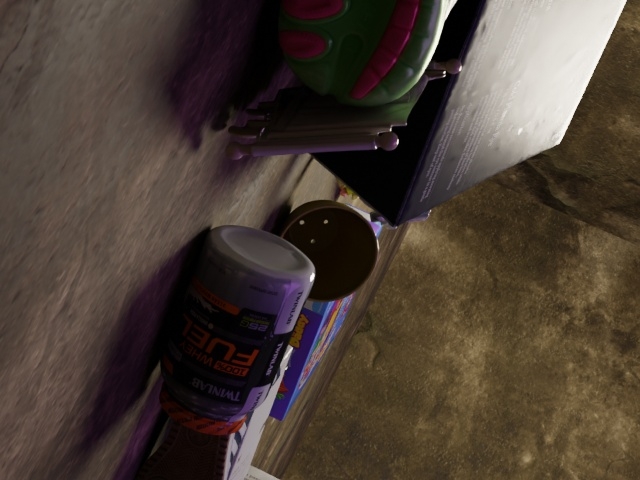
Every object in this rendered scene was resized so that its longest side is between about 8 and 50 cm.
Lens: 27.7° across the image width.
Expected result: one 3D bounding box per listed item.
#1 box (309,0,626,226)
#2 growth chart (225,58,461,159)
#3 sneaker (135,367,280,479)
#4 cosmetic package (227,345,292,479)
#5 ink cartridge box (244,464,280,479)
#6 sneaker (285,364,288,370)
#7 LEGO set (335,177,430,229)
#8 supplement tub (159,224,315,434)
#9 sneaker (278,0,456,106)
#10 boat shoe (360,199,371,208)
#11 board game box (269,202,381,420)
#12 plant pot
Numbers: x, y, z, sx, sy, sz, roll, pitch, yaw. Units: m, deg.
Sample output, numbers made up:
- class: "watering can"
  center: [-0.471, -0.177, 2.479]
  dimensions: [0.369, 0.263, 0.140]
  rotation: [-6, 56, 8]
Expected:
- class: "box"
  center: [0.170, -0.236, 1.434]
  dimensions: [0.312, 0.179, 0.343]
  rotation: [-25, 147, -39]
- class: "growth chart"
  center: [0.020, -0.125, 1.188]
  dimensions: [0.237, 0.172, 0.021]
  rotation: [-53, 140, -58]
- class: "sneaker"
  center: [-0.128, 0.219, 1.518]
  dimensions: [0.153, 0.099, 0.282]
  rotation: [-36, 147, -73]
- class: "cosmetic package"
  center: [-0.120, 0.235, 1.682]
  dimensions: [0.117, 0.085, 0.231]
  rotation: [-51, 165, -57]
- class: "ink cartridge box"
  center: [-0.192, 0.552, 1.890]
  dimensions: [0.395, 0.166, 0.285]
  rotation: [-57, 169, -47]
- class: "sneaker"
  center: [-0.087, 0.172, 1.745]
  dimensions: [0.067, 0.078, 0.188]
  rotation: [-57, 170, -53]
- class: "LEGO set"
  center: [0.064, -0.155, 1.687]
  dimensions: [0.107, 0.132, 0.287]
  rotation: [149, -60, -73]
- class: "supplement tub"
  center: [-0.088, 0.090, 1.292]
  dimensions: [0.117, 0.117, 0.190]
  rotation: [-47, 159, -70]
- class: "sneaker"
  center: [0.100, -0.350, 1.098]
  dimensions: [0.483, 0.185, 0.202]
  rotation: [-59, -174, 22]
- class: "boat shoe"
  center: [0.179, -0.193, 2.072]
  dimensions: [0.158, 0.127, 0.340]
  rotation: [-32, 161, -46]
- class: "board game box"
  center: [-0.009, 0.107, 2.117]
  dimensions: [0.347, 0.078, 0.233]
  rotation: [-52, 165, -64]
- class: "plant pot"
  center: [0.000, 0.000, 1.692]
  dimensions: [0.095, 0.134, 0.134]
  rotation: [-115, -135, -64]
